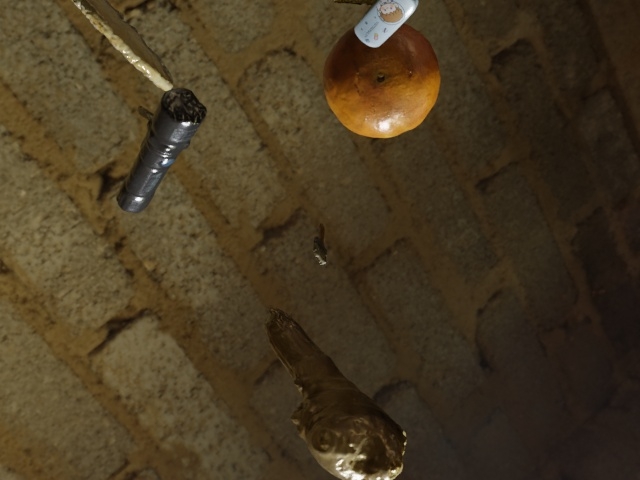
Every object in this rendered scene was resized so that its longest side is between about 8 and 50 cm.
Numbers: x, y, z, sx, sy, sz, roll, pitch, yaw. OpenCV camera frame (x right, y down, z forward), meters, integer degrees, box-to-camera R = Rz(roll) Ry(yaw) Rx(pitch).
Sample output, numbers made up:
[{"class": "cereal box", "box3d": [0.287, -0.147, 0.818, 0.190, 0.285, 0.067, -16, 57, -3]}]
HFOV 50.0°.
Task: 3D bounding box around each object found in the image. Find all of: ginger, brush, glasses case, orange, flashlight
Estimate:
[{"class": "ginger", "box3d": [-0.001, 0.174, 0.786, 0.131, 0.086, 0.294, 18, -163, -36]}, {"class": "brush", "box3d": [0.000, 0.000, 1.461, 0.043, 0.014, 0.170, 58, -166, -19]}, {"class": "glasses case", "box3d": [0.129, -0.447, 1.367, 0.067, 0.045, 0.178, 37, 153, -12]}, {"class": "orange", "box3d": [0.148, -0.388, 1.657, 0.284, 0.283, 0.226, 53, -164, -6]}, {"class": "flashlight", "box3d": [-0.377, -0.186, 1.561, 0.103, 0.103, 0.424, 50, 139, 3]}]

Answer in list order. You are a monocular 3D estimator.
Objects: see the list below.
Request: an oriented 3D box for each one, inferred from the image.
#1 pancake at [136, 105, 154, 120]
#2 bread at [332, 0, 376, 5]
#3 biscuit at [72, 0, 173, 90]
[{"class": "pancake", "box3d": [-0.372, -0.276, 1.624, 0.139, 0.022, 0.139, 30, -177, -2]}, {"class": "bread", "box3d": [0.092, -0.683, 1.655, 0.236, 0.198, 0.264, 12, -120, -57]}, {"class": "biscuit", "box3d": [-0.348, -0.361, 1.174, 0.265, 0.040, 0.188, 46, -173, -36]}]
